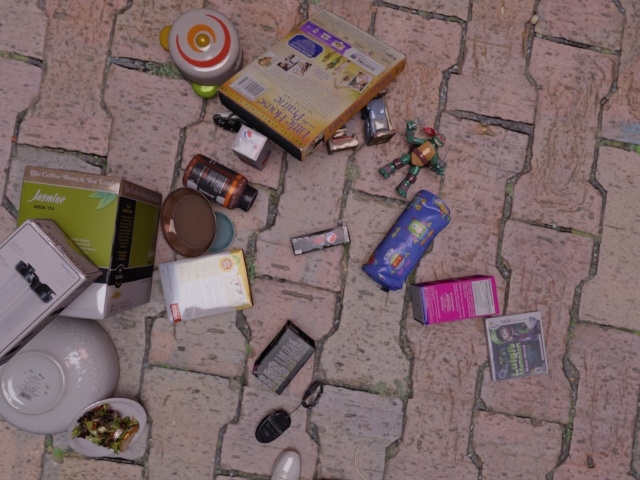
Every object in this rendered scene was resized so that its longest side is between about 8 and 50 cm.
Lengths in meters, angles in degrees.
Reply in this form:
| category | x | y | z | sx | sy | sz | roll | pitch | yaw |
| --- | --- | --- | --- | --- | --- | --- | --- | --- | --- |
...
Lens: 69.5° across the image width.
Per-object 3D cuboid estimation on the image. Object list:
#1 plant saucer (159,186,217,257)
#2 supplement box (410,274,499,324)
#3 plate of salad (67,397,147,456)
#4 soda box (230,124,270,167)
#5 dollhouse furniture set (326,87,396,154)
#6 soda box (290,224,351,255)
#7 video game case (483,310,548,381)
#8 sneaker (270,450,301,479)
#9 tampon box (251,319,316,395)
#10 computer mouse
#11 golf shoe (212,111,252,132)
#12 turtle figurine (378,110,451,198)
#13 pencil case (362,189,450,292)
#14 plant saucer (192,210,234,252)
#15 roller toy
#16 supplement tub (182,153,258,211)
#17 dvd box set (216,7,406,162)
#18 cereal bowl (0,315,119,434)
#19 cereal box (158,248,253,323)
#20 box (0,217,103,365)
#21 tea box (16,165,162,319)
| category | x | y | z | sx | sy | sz | roll | pitch | yaw |
| --- | --- | --- | --- | --- | --- | --- | --- | --- | --- |
| plant saucer | -0.362 | -0.051 | 1.291 | 0.198 | 0.036 | 0.199 | 4 | 101 | 23 |
| supplement box | 0.384 | 0.169 | 1.333 | 0.219 | 0.111 | 0.114 | -6 | 89 | -5 |
| plate of salad | -0.576 | 0.517 | 1.255 | 0.199 | 0.048 | 0.200 | -13 | 120 | -24 |
| soda box | -0.183 | -0.244 | 1.246 | 0.073 | 0.216 | 0.069 | 27 | 90 | -3 |
| dollhouse furniture set | 0.103 | -0.334 | 1.310 | 0.183 | 0.129 | 0.130 | -13 | 90 | -4 |
| soda box | 0.000 | 0.000 | 1.334 | 0.168 | 0.060 | 0.054 | -13 | 89 | -3 |
| video game case | 0.589 | 0.317 | 1.389 | 0.173 | 0.022 | 0.191 | -7 | 90 | -4 |
| sneaker | -0.114 | 0.716 | 1.304 | 0.090 | 0.095 | 0.235 | 22 | 87 | -2 |
| tampon box | -0.102 | 0.324 | 1.294 | 0.101 | 0.120 | 0.161 | 40 | 87 | -3 |
| computer mouse | -0.089 | 0.494 | 1.340 | 0.242 | 0.041 | 0.071 | -36 | 100 | -10 |
| golf shoe | -0.209 | -0.362 | 1.325 | 0.197 | 0.077 | 0.094 | 0 | 79 | -11 |
| turtle figurine | 0.291 | -0.243 | 1.329 | 0.234 | 0.118 | 0.175 | -44 | 77 | 12 |
| pencil case | 0.251 | 0.006 | 1.320 | 0.133 | 0.119 | 0.306 | 35 | 87 | 13 |
| plant saucer | -0.307 | -0.025 | 1.333 | 0.119 | 0.021 | 0.120 | 0 | 89 | -4 |
| roller toy | -0.316 | -0.528 | 1.275 | 0.191 | 0.146 | 0.209 | -37 | 91 | -4 |
| supplement tub | -0.277 | -0.155 | 1.295 | 0.197 | 0.106 | 0.106 | 27 | 88 | -2 |
| dvd box set | -0.019 | -0.429 | 1.233 | 0.307 | 0.062 | 0.420 | 37 | 70 | 19 |
| cereal bowl | -0.735 | 0.363 | 1.243 | 0.338 | 0.141 | 0.340 | 0 | 89 | -5 |
| cereal box | -0.325 | 0.128 | 1.318 | 0.239 | 0.047 | 0.173 | -10 | 90 | -3 |
| box | -0.624 | 0.110 | 0.951 | 0.290 | 0.087 | 0.169 | -44 | 93 | 0 |
| tea box | -0.565 | 0.006 | 1.162 | 0.219 | 0.329 | 0.324 | 8 | 88 | -3 |
